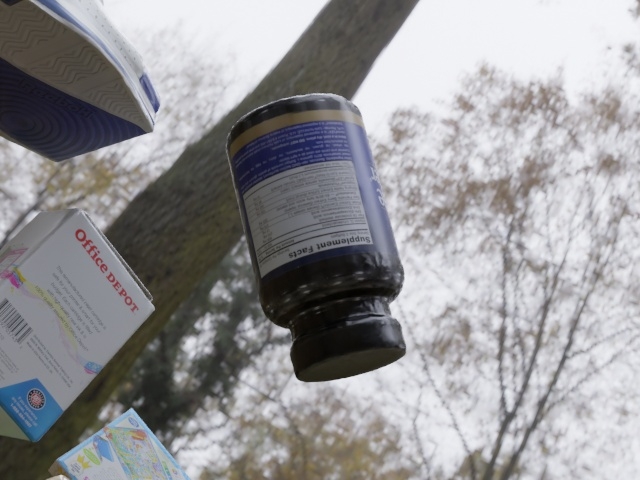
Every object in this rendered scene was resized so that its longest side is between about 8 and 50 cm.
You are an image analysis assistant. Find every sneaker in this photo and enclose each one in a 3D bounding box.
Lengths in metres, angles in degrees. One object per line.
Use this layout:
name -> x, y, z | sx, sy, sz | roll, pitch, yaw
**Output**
sneaker -> -0.200, -0.207, 0.726 | 0.127, 0.182, 0.315 | -10, -39, 29

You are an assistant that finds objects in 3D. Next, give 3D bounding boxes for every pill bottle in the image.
pill bottle -> 0.000, 0.000, 0.972 | 0.123, 0.122, 0.219 | -34, -117, 48

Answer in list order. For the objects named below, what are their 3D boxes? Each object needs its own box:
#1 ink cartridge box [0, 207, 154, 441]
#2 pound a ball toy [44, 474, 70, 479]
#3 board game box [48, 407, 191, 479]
ink cartridge box -> -0.176, 0.051, 0.734 | 0.052, 0.122, 0.089 | -2, -51, 47
pound a ball toy -> -0.252, 0.264, 0.793 | 0.208, 0.135, 0.319 | 50, 6, 26
board game box -> -0.175, 0.251, 1.136 | 0.154, 0.103, 0.026 | 49, -46, 8
